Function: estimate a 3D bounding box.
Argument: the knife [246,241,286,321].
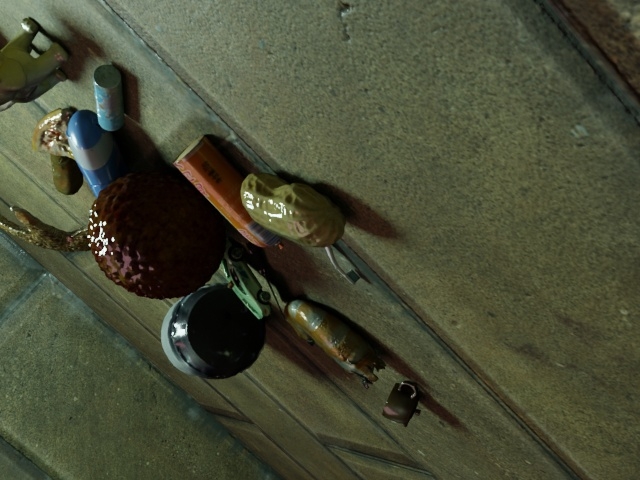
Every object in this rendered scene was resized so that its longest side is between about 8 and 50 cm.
[{"bbox_3d":[-0.103,0.087,1.625,0.245,0.019,0.072,71,172,-54],"label":"knife"}]

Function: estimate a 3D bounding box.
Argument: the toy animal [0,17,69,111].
[{"bbox_3d":[-0.540,-0.301,1.421,0.121,0.168,0.233,43,172,-9],"label":"toy animal"}]

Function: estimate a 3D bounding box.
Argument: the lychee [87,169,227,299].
[{"bbox_3d":[-0.308,-0.005,1.525,0.260,0.260,0.260,33,158,15],"label":"lychee"}]

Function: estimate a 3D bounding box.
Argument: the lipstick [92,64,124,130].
[{"bbox_3d":[-0.364,-0.244,1.392,0.048,0.048,0.158,39,159,3],"label":"lipstick"}]

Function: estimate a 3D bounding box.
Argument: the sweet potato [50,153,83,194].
[{"bbox_3d":[-0.594,-0.185,1.862,0.075,0.075,0.273,36,156,10],"label":"sweet potato"}]

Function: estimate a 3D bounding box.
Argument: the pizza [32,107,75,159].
[{"bbox_3d":[-0.513,-0.189,1.707,0.195,0.052,0.185,34,143,-21],"label":"pizza"}]

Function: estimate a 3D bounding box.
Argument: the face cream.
[{"bbox_3d":[-0.429,-0.154,1.586,0.264,0.083,0.149,83,171,-61],"label":"face cream"}]

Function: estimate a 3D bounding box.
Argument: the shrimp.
[{"bbox_3d":[-0.003,0.192,1.641,0.185,0.068,0.287,53,157,-24],"label":"shrimp"}]

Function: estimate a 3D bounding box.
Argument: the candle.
[{"bbox_3d":[-0.268,0.220,1.925,0.221,0.221,0.342,43,159,-9],"label":"candle"}]

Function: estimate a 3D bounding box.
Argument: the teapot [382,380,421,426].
[{"bbox_3d":[0.172,0.328,1.627,0.068,0.076,0.121,23,125,14],"label":"teapot"}]

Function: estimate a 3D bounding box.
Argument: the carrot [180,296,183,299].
[{"bbox_3d":[-0.426,0.070,2.121,0.224,0.057,0.057,39,159,12],"label":"carrot"}]

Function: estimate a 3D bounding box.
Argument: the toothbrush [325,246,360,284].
[{"bbox_3d":[0.000,0.000,1.316,0.204,0.022,0.017,50,173,-23],"label":"toothbrush"}]

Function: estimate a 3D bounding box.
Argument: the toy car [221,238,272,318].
[{"bbox_3d":[-0.163,0.081,1.655,0.186,0.058,0.093,57,163,2],"label":"toy car"}]

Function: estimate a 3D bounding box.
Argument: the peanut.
[{"bbox_3d":[-0.048,-0.048,1.212,0.194,0.083,0.093,26,169,29],"label":"peanut"}]

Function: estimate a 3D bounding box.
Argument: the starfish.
[{"bbox_3d":[-0.622,-0.044,1.973,0.398,0.132,0.384,18,159,-25],"label":"starfish"}]

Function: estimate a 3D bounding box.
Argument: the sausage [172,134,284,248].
[{"bbox_3d":[-0.139,-0.068,1.340,0.234,0.071,0.071,47,158,-18],"label":"sausage"}]
